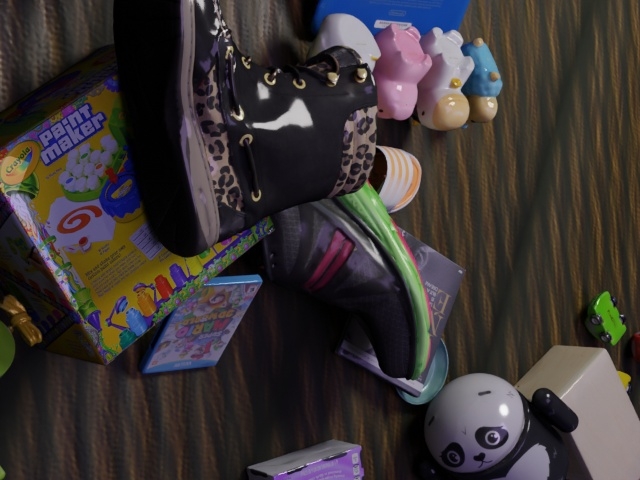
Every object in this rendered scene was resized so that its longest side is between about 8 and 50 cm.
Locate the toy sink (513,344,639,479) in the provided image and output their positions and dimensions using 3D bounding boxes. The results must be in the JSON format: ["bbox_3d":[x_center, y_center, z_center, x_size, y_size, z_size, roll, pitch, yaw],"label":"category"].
[{"bbox_3d":[0.439,0.317,2.127,0.153,0.131,0.234,-40,111,-30],"label":"toy sink"}]

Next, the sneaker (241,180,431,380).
[{"bbox_3d":[0.000,0.000,1.733,0.202,0.185,0.483,-30,108,5],"label":"sneaker"}]

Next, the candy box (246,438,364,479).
[{"bbox_3d":[-0.013,0.404,1.802,0.165,0.070,0.196,-12,100,-38],"label":"candy box"}]

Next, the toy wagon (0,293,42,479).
[{"bbox_3d":[-0.462,0.182,1.374,0.344,0.068,0.267,-36,89,-32],"label":"toy wagon"}]

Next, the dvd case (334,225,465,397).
[{"bbox_3d":[0.125,0.106,1.910,0.164,0.018,0.221,31,71,-27],"label":"dvd case"}]

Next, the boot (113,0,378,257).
[{"bbox_3d":[-0.078,-0.190,1.448,0.284,0.138,0.377,-16,105,-37],"label":"boot"}]

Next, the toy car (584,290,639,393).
[{"bbox_3d":[0.527,0.183,2.239,0.239,0.053,0.225,-46,118,-28],"label":"toy car"}]

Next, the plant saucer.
[{"bbox_3d":[0.150,0.196,1.954,0.119,0.021,0.119,-4,96,-39],"label":"plant saucer"}]

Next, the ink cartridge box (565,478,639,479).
[{"bbox_3d":[0.487,0.515,2.186,0.273,0.114,0.197,-40,117,-31],"label":"ink cartridge box"}]

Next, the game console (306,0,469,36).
[{"bbox_3d":[0.091,-0.442,1.866,0.293,0.173,0.250,-3,125,-39],"label":"game console"}]

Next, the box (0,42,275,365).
[{"bbox_3d":[-0.258,-0.054,1.508,0.290,0.177,0.279,-39,116,-30],"label":"box"}]

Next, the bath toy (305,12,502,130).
[{"bbox_3d":[0.113,-0.236,1.836,0.348,0.129,0.151,4,61,-41],"label":"bath toy"}]

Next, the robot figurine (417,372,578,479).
[{"bbox_3d":[0.281,0.328,1.965,0.278,0.173,0.209,46,67,-36],"label":"robot figurine"}]

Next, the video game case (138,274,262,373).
[{"bbox_3d":[-0.157,0.110,1.636,0.119,0.015,0.166,-3,136,-39],"label":"video game case"}]

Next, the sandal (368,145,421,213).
[{"bbox_3d":[0.062,-0.091,1.830,0.265,0.076,0.102,3,91,-39],"label":"sandal"}]
